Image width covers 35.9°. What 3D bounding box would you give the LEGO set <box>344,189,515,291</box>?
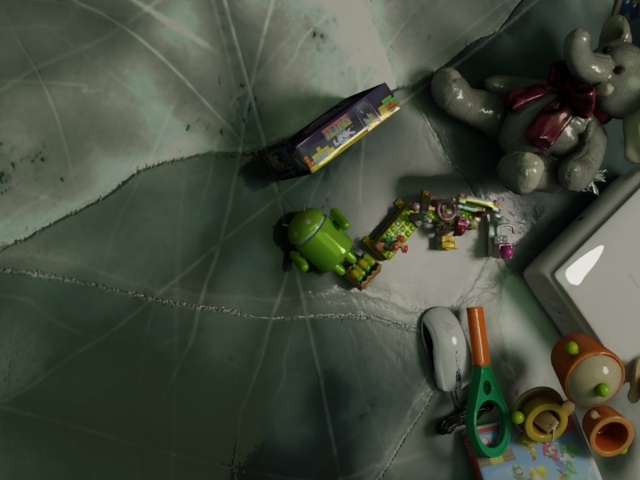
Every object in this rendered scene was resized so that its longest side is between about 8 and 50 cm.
[{"bbox_3d":[0.172,-0.013,1.497,0.287,0.107,0.132,-12,92,-21],"label":"LEGO set"}]

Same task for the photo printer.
[{"bbox_3d":[0.509,0.048,1.622,0.307,0.107,0.256,-41,105,-18],"label":"photo printer"}]

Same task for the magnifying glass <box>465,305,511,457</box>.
[{"bbox_3d":[0.250,0.217,1.523,0.092,0.026,0.231,1,82,-43],"label":"magnifying glass"}]

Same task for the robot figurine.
[{"bbox_3d":[0.000,0.000,1.451,0.101,0.067,0.115,-45,104,7],"label":"robot figurine"}]

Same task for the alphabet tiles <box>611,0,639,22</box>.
[{"bbox_3d":[0.640,-0.381,1.749,0.285,0.011,0.343,23,80,-19],"label":"alphabet tiles"}]

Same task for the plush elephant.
[{"bbox_3d":[0.390,-0.211,1.499,0.330,0.272,0.255,15,123,-35],"label":"plush elephant"}]

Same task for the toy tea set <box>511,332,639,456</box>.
[{"bbox_3d":[0.470,0.265,1.510,0.336,0.124,0.200,14,108,-14],"label":"toy tea set"}]

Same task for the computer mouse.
[{"bbox_3d":[0.205,0.197,1.535,0.106,0.042,0.193,-17,94,-20],"label":"computer mouse"}]

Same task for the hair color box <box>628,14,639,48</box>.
[{"bbox_3d":[0.721,-0.378,1.714,0.374,0.113,0.185,-31,99,-19],"label":"hair color box"}]

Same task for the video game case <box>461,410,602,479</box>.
[{"bbox_3d":[0.354,0.409,1.524,0.204,0.025,0.285,-7,62,-21],"label":"video game case"}]

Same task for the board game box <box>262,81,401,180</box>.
[{"bbox_3d":[0.014,-0.155,1.424,0.170,0.141,0.048,-38,101,-19],"label":"board game box"}]
